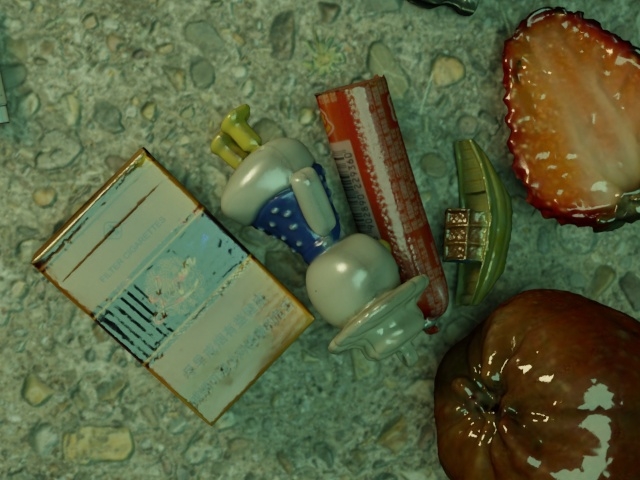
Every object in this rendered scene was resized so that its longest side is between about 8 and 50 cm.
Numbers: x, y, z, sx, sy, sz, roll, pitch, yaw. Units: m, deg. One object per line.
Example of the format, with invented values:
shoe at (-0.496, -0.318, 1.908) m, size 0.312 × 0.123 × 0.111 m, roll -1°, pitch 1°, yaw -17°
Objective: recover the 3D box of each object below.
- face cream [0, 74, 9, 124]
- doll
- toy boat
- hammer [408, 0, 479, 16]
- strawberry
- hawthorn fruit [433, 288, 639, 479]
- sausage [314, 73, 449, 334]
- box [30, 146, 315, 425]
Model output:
face cream at (-0.317, -0.164, 0.929) m, size 0.038 × 0.020 × 0.115 m, roll -11°, pitch 95°, yaw -9°
doll at (0.000, 0.000, 0.940) m, size 0.119 × 0.138 × 0.293 m, roll -34°, pitch 80°, yaw -27°
toy boat at (0.156, -0.017, 1.017) m, size 0.066 × 0.065 × 0.172 m, roll 4°, pitch 88°, yaw -22°
hammer at (0.129, -0.378, 0.989) m, size 0.111 × 0.033 × 0.287 m, roll 10°, pitch 94°, yaw -13°
strawberry at (0.272, -0.121, 1.019) m, size 0.190 × 0.111 × 0.236 m, roll -27°, pitch 78°, yaw 3°
hawthorn fruit at (0.245, 0.173, 0.969) m, size 0.262 × 0.258 × 0.258 m, roll -10°, pitch 98°, yaw -21°
sausage at (0.070, -0.028, 0.995) m, size 0.074 × 0.074 × 0.274 m, roll -20°, pitch 100°, yaw -9°
box at (-0.141, 0.044, 0.964) m, size 0.237 × 0.070 × 0.152 m, roll 45°, pitch 87°, yaw -11°
